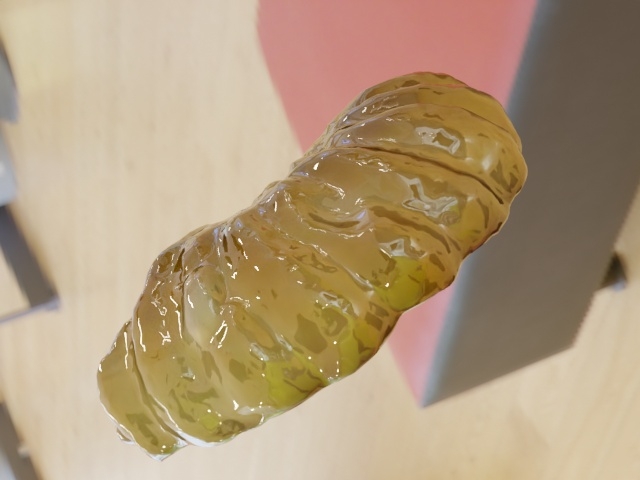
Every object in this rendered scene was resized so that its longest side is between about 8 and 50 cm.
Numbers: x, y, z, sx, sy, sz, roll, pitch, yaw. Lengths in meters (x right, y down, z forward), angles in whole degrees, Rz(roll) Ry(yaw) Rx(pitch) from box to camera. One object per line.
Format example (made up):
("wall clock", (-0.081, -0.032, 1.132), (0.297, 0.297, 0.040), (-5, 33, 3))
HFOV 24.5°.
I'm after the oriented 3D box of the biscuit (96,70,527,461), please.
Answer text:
("biscuit", (0.000, 0.000, 0.502), (0.061, 0.183, 0.118), (53, 162, -14))
